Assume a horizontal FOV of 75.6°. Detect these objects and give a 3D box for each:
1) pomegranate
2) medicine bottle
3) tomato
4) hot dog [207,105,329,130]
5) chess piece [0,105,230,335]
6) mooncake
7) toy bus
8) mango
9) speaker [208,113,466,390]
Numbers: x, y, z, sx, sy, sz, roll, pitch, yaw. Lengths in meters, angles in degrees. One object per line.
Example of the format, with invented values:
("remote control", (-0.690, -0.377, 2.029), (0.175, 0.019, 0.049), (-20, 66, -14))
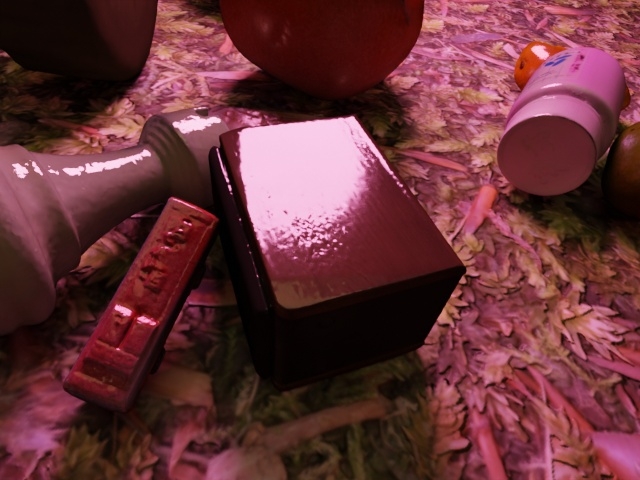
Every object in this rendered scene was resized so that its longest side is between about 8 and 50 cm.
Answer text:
("pomegranate", (0.498, -0.105, 0.593), (0.179, 0.180, 0.210), (18, 18, 8))
("medicine bottle", (0.376, -0.189, 0.646), (0.151, 0.152, 0.254), (30, 52, 18))
("tomato", (0.009, -0.381, 0.693), (0.340, 0.273, 0.342), (12, 51, -15))
("hot dog", (-0.075, -0.139, 0.601), (0.252, 0.069, 0.131), (7, 58, 3))
("chess piece", (-0.232, -0.053, 0.437), (0.194, 0.195, 0.299), (37, 46, 23))
("mooncake", (-0.387, -0.435, 0.626), (0.194, 0.357, 0.357), (5, 49, -6))
("toy bus", (-0.156, 0.055, 0.376), (0.064, 0.077, 0.192), (25, 69, -8))
("mango", (0.478, -0.299, 0.792), (0.217, 0.102, 0.141), (28, 28, 13))
("speaker", (0.000, 0.000, 0.428), (0.192, 0.153, 0.231), (-13, 52, -17))
